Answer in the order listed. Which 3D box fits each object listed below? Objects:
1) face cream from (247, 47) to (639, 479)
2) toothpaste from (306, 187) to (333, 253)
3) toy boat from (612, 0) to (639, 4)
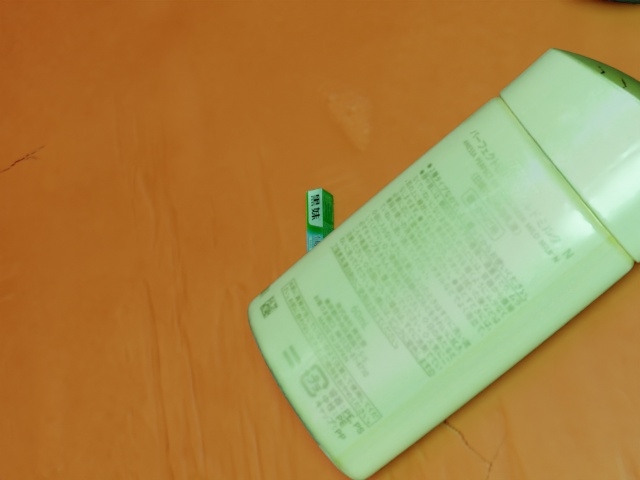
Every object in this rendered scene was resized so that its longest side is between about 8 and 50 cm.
[{"bbox_3d":[0.112,0.007,0.930,0.348,0.081,0.173,-41,61,12],"label":"face cream"},{"bbox_3d":[0.000,0.000,1.035,0.017,0.020,0.083,-12,68,29],"label":"toothpaste"},{"bbox_3d":[0.285,-0.315,0.916,0.330,0.123,0.215,-39,60,12],"label":"toy boat"}]
